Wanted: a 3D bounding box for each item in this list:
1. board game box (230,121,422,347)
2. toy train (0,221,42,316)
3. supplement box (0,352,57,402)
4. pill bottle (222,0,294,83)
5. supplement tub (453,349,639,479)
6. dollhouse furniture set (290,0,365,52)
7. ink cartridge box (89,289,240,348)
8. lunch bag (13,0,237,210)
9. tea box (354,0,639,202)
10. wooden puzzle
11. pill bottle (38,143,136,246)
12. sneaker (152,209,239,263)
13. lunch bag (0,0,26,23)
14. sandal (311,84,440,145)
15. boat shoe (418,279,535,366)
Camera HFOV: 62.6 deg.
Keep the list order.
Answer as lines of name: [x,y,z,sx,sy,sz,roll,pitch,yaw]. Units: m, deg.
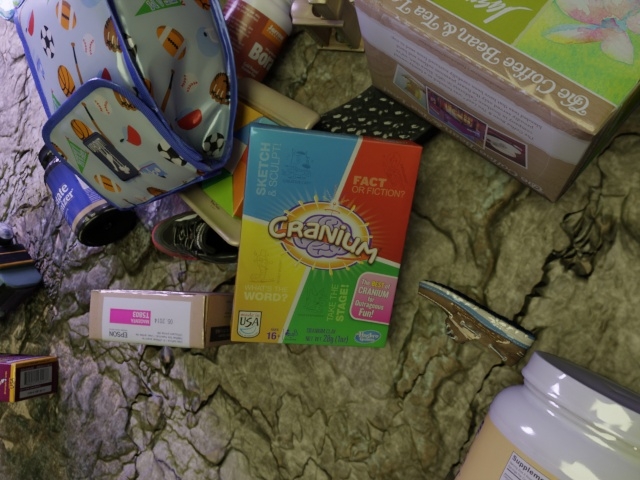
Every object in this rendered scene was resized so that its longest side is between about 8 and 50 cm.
board game box: [0.000,0.000,0.776,0.243,0.064,0.316,4,108,-11]
toy train: [-0.778,0.109,1.173,0.334,0.142,0.190,-39,82,15]
supplement box: [-0.672,0.289,1.124,0.188,0.104,0.080,-2,85,23]
pill bottle: [-0.127,-0.367,0.943,0.121,0.121,0.216,37,100,21]
supplement tub: [0.287,0.330,0.644,0.241,0.241,0.331,26,95,23]
dollhouse furniture set: [0.014,-0.420,0.855,0.101,0.182,0.160,13,91,23]
ink cartridge box: [-0.239,0.130,0.908,0.235,0.193,0.088,0,85,23]
lunch bag: [-0.308,-0.256,0.852,0.328,0.239,0.385,-11,97,46]
tea box: [0.276,-0.287,0.676,0.329,0.220,0.323,39,86,20]
wooden puzzle: [-0.131,-0.138,0.847,0.221,0.044,0.238,38,98,40]
pill bottle: [-0.478,-0.104,1.067,0.123,0.123,0.219,-43,71,14]
sneaker: [-0.204,-0.010,0.938,0.276,0.135,0.097,3,89,24]
lunch bag: [-0.683,-0.608,1.214,0.176,0.090,0.219,-42,71,15]
sandal: [0.078,-0.156,0.862,0.446,0.107,0.167,-33,72,4]
boat shoe: [0.219,0.123,0.785,0.183,0.066,0.066,31,99,22]
